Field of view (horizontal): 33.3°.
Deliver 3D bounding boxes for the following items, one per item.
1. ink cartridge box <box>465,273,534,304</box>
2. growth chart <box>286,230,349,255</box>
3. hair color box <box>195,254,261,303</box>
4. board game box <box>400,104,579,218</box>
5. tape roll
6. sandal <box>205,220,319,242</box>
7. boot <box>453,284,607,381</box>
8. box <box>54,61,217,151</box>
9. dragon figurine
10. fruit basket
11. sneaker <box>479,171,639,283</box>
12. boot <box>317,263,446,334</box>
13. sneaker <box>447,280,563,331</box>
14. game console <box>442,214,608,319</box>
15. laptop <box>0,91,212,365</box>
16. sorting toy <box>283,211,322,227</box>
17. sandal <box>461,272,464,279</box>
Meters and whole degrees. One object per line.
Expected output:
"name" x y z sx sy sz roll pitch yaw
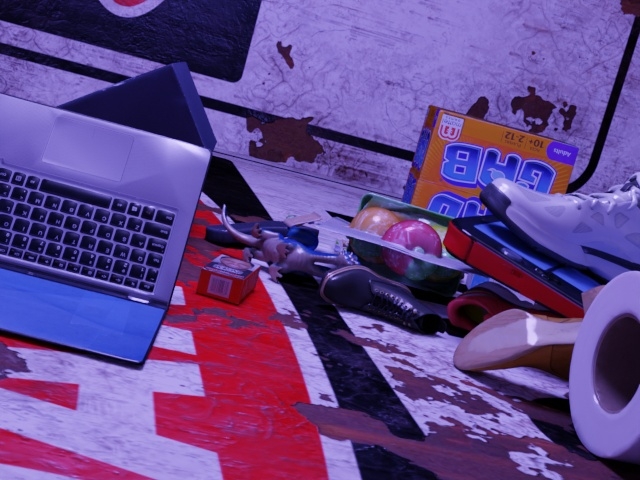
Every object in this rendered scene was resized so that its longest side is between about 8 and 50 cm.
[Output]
"ink cartridge box" 0.413 0.099 2.335 0.180 0.060 0.104 16 9 1
"growth chart" 0.000 0.000 2.361 0.172 0.021 0.237 17 9 5
"hair color box" -0.144 0.060 1.694 0.072 0.043 0.141 15 8 4
"board game box" 0.414 -0.131 2.779 0.356 0.356 0.356 15 9 -1
"tape roll" 0.455 0.175 1.385 0.169 0.246 0.246 14 9 -14
"sandal" -0.119 -0.005 2.139 0.254 0.055 0.097 -3 11 -35
"boot" 0.369 0.187 1.600 0.211 0.295 0.104 47 36 -28
"box" -0.369 -0.193 1.967 0.312 0.179 0.343 -20 11 0
"dragon figurine" -0.059 0.020 1.942 0.289 0.085 0.144 25 13 41
"fruit basket" 0.161 0.022 2.053 0.327 0.165 0.353 17 10 6
"sneaker" 0.509 -0.073 1.909 0.447 0.257 0.169 23 16 -24
"boot" 0.107 0.102 1.787 0.197 0.077 0.137 7 17 -36
"sneaker" 0.331 0.159 1.822 0.118 0.107 0.279 -17 26 -39
"game console" 0.405 0.055 1.877 0.342 0.060 0.386 29 14 20
"laptop" -0.362 -0.041 1.385 0.381 0.408 0.236 15 -25 -5
"sorting toy" -0.036 -0.038 1.954 0.062 0.012 0.083 -16 15 -13
"sandal" 0.222 0.037 2.387 0.219 0.060 0.090 15 9 -5
